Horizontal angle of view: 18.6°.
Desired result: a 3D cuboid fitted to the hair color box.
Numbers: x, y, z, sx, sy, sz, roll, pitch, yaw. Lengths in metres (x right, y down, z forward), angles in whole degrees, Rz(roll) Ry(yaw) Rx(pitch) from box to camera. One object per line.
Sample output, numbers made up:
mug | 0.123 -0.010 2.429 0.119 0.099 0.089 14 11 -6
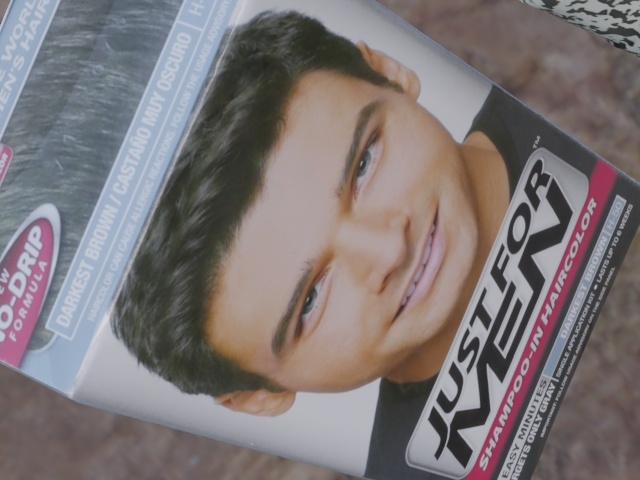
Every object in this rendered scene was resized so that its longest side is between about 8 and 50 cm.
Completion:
hair color box | 0.000 0.000 0.872 0.114 0.374 0.185 22 89 34

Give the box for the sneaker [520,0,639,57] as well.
sneaker | 0.196 -0.230 0.740 0.158 0.182 0.410 43 118 47
